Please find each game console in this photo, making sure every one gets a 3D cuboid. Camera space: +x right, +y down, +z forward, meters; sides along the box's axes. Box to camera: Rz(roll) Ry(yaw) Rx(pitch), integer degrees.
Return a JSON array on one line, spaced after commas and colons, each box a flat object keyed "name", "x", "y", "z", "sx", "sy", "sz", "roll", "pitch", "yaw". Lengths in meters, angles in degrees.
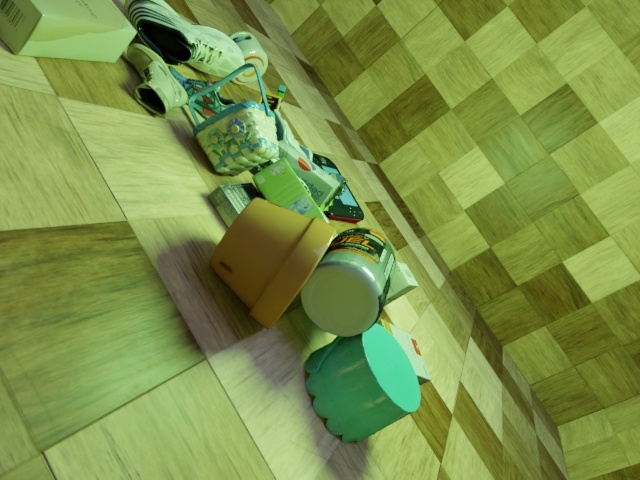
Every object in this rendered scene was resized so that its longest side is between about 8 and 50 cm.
[{"name": "game console", "x": 0.046, "y": -0.255, "z": 1.995, "sx": 0.342, "sy": 0.060, "sz": 0.387, "roll": 7, "pitch": 51, "yaw": -61}]

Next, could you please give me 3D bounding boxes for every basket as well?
[{"name": "basket", "x": -0.261, "y": -0.366, "z": 1.303, "sx": 0.201, "sy": 0.254, "sz": 0.289, "roll": 9, "pitch": 59, "yaw": -69}]

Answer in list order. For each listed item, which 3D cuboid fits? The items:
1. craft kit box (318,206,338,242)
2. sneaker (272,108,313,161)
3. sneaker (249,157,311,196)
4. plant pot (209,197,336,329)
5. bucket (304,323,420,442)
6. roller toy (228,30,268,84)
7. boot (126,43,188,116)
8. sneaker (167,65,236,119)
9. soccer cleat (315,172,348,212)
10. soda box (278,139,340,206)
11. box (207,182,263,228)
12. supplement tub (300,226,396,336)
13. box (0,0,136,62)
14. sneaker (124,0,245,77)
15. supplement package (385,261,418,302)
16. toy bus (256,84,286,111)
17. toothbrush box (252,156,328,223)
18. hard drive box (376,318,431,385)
[{"name": "craft kit box", "x": 0.000, "y": 0.000, "z": 1.557, "sx": 0.250, "sy": 0.061, "sz": 0.246, "roll": 56, "pitch": 25, "yaw": 4}, {"name": "sneaker", "x": -0.130, "y": -0.375, "z": 1.762, "sx": 0.316, "sy": 0.127, "sz": 0.182, "roll": 59, "pitch": 18, "yaw": -6}, {"name": "sneaker", "x": -0.135, "y": -0.237, "z": 1.550, "sx": 0.283, "sy": 0.110, "sz": 0.122, "roll": 43, "pitch": 25, "yaw": -25}, {"name": "plant pot", "x": -0.125, "y": 0.036, "z": 1.013, "sx": 0.203, "sy": 0.291, "sz": 0.291, "roll": 34, "pitch": 25, "yaw": -3}, {"name": "bucket", "x": 0.115, "y": 0.360, "z": 1.103, "sx": 0.281, "sy": 0.183, "sz": 0.281, "roll": 43, "pitch": 25, "yaw": -26}, {"name": "roller toy", "x": -0.335, "y": -0.786, "z": 1.825, "sx": 0.209, "sy": 0.191, "sz": 0.146, "roll": 3, "pitch": 53, "yaw": -61}, {"name": "boot", "x": -0.492, "y": -0.461, "z": 1.216, "sx": 0.213, "sy": 0.077, "sz": 0.165, "roll": 49, "pitch": 25, "yaw": -20}, {"name": "sneaker", "x": -0.389, "y": -0.499, "z": 1.403, "sx": 0.262, "sy": 0.125, "sz": 0.104, "roll": 33, "pitch": 30, "yaw": -41}, {"name": "soccer cleat", "x": 0.009, "y": -0.202, "z": 1.786, "sx": 0.121, "sy": 0.093, "sz": 0.289, "roll": 26, "pitch": 41, "yaw": 17}, {"name": "soda box", "x": -0.072, "y": -0.260, "z": 1.625, "sx": 0.286, "sy": 0.098, "sz": 0.091, "roll": 39, "pitch": 25, "yaw": 4}, {"name": "box", "x": -0.200, "y": -0.058, "z": 1.241, "sx": 0.231, "sy": 0.056, "sz": 0.183, "roll": 55, "pitch": 23, "yaw": 3}, {"name": "supplement tub", "x": 0.091, "y": 0.091, "z": 1.150, "sx": 0.207, "sy": 0.207, "sz": 0.338, "roll": 52, "pitch": 25, "yaw": -6}, {"name": "box", "x": -0.612, "y": -0.528, "z": 1.014, "sx": 0.148, "sy": 0.121, "sz": 0.311, "roll": 50, "pitch": 23, "yaw": -8}, {"name": "sneaker", "x": -0.431, "y": -0.632, "z": 1.446, "sx": 0.447, "sy": 0.169, "sz": 0.258, "roll": 14, "pitch": 40, "yaw": -44}, {"name": "supplement package", "x": 0.271, "y": 0.178, "z": 1.667, "sx": 0.105, "sy": 0.179, "sz": 0.105, "roll": 13, "pitch": 46, "yaw": -58}, {"name": "toy bus", "x": -0.227, "y": -0.559, "z": 1.821, "sx": 0.104, "sy": 0.202, "sz": 0.191, "roll": 15, "pitch": 42, "yaw": -11}, {"name": "toothbrush box", "x": -0.082, "y": -0.093, "z": 1.340, "sx": 0.283, "sy": 0.122, "sz": 0.206, "roll": 55, "pitch": -5, "yaw": 3}, {"name": "hard drive box", "x": 0.261, "y": 0.395, "z": 1.461, "sx": 0.232, "sy": 0.089, "sz": 0.181, "roll": 32, "pitch": 32, "yaw": -43}]
